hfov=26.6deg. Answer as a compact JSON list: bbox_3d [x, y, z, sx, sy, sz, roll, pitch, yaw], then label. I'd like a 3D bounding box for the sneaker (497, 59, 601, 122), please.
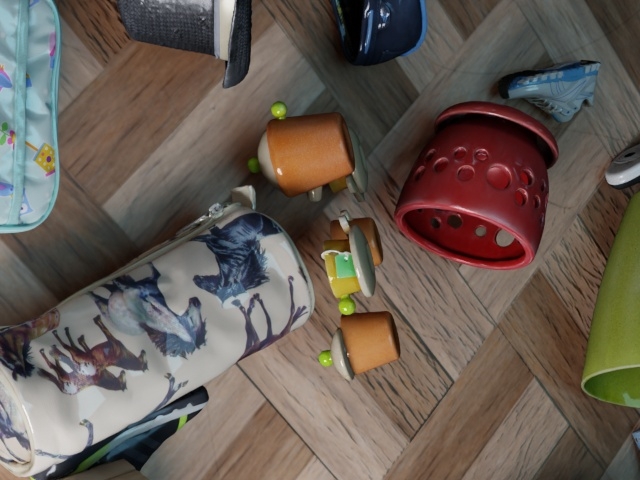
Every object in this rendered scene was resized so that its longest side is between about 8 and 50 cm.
[{"bbox_3d":[0.330,-0.206,1.923,0.191,0.071,0.082,-13,106,-35],"label":"sneaker"}]

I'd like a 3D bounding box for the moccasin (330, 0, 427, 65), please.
[{"bbox_3d":[0.041,-0.377,1.659,0.117,0.138,0.342,-29,108,-27],"label":"moccasin"}]

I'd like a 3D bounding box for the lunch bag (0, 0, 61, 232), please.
[{"bbox_3d":[-0.372,-0.145,1.384,0.224,0.108,0.279,1,92,-36],"label":"lunch bag"}]

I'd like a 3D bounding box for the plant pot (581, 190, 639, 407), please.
[{"bbox_3d":[0.524,0.076,1.983,0.275,0.275,0.293,20,66,-35],"label":"plant pot"}]

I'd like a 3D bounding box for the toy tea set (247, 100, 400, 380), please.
[{"bbox_3d":[0.000,0.000,1.618,0.200,0.124,0.336,53,25,-67],"label":"toy tea set"}]

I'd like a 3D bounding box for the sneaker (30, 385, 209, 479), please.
[{"bbox_3d":[-0.231,0.234,1.542,0.235,0.084,0.097,-25,123,-29],"label":"sneaker"}]

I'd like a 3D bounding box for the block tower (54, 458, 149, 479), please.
[{"bbox_3d":[-0.234,0.403,1.484,0.097,0.091,0.335,-14,115,-33],"label":"block tower"}]

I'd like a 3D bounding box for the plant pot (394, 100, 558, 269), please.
[{"bbox_3d":[0.208,-0.076,1.772,0.191,0.191,0.174,32,65,-33],"label":"plant pot"}]

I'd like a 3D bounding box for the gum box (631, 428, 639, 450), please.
[{"bbox_3d":[0.590,0.353,2.121,0.157,0.041,0.184,-23,86,-30],"label":"gum box"}]

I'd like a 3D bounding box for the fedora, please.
[{"bbox_3d":[-0.154,-0.332,1.476,0.153,0.334,0.334,-1,94,-6],"label":"fedora"}]

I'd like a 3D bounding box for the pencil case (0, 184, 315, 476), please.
[{"bbox_3d":[-0.208,0.098,1.488,0.410,0.160,0.183,-28,96,-32],"label":"pencil case"}]

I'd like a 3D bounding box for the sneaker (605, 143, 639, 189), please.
[{"bbox_3d":[0.528,-0.098,2.065,0.217,0.079,0.121,-33,110,-32],"label":"sneaker"}]
